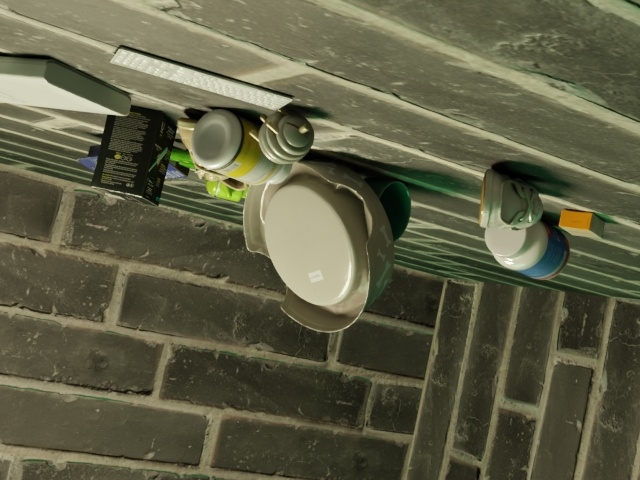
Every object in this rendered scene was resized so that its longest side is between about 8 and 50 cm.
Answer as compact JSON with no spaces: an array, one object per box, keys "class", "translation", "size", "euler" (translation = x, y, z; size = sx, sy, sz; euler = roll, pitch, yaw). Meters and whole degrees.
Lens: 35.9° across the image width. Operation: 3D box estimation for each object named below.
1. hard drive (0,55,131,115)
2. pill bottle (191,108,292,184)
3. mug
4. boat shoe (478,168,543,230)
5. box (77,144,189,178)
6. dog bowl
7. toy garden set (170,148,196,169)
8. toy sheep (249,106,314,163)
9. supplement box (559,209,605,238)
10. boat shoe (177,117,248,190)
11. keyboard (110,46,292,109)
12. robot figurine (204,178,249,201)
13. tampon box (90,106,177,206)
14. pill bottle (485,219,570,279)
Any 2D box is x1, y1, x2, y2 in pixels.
[{"class":"hard drive","translation":[-0.501,-0.265,1.666],"size":[0.307,0.040,0.203],"euler":[9,175,30]},{"class":"pill bottle","translation":[-0.128,-0.153,1.692],"size":[0.103,0.103,0.184],"euler":[9,175,34]},{"class":"mug","translation":[0.100,-0.059,1.996],"size":[0.097,0.129,0.158],"euler":[13,-153,38]},{"class":"boat shoe","translation":[0.331,-0.065,1.678],"size":[0.096,0.098,0.277],"euler":[10,-176,19]},{"class":"box","translation":[-0.423,-0.176,2.224],"size":[0.225,0.036,0.136],"euler":[-4,155,31]},{"class":"dog bowl","translation":[0.000,0.000,1.933],"size":[0.102,0.348,0.349],"euler":[-24,-159,-39]},{"class":"toy garden set","translation":[-0.187,-0.161,2.124],"size":[0.204,0.049,0.244],"euler":[11,175,29]},{"class":"toy sheep","translation":[-0.054,-0.162,1.528],"size":[0.091,0.091,0.132],"euler":[14,170,-25]},{"class":"supplement box","translation":[0.512,-0.032,1.932],"size":[0.062,0.036,0.098],"euler":[9,174,31]},{"class":"boat shoe","translation":[-0.185,-0.156,1.825],"size":[0.109,0.098,0.302],"euler":[11,175,13]},{"class":"keyboard","translation":[-0.169,-0.229,1.413],"size":[0.256,0.014,0.072],"euler":[13,175,-21]},{"class":"robot figurine","translation":[-0.226,-0.134,2.404],"size":[0.115,0.067,0.101],"euler":[13,-173,-11]},{"class":"tampon box","translation":[-0.343,-0.157,1.826],"size":[0.101,0.161,0.120],"euler":[12,174,7]},{"class":"pill bottle","translation":[0.434,0.008,2.088],"size":[0.124,0.124,0.221],"euler":[9,175,34]}]
